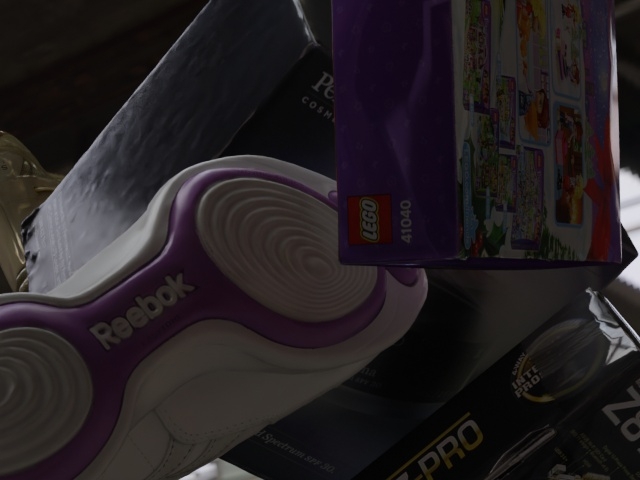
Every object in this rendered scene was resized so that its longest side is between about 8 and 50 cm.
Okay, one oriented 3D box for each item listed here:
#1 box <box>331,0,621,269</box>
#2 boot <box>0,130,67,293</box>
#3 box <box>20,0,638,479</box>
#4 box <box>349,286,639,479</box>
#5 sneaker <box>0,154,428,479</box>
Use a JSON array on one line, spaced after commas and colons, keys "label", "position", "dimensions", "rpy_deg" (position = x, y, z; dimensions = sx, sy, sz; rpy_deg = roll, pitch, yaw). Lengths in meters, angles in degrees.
[{"label": "box", "position": [0.071, -0.133, 0.763], "dimensions": [0.201, 0.057, 0.293], "rpy_deg": [4, -95, -62]}, {"label": "boot", "position": [-0.240, 0.025, 1.686], "dimensions": [0.203, 0.095, 0.262], "rpy_deg": [58, -175, 28]}, {"label": "box", "position": [0.000, 0.000, 1.208], "dimensions": [0.296, 0.294, 0.182], "rpy_deg": [30, -158, -29]}, {"label": "box", "position": [0.172, 0.264, 1.155], "dimensions": [0.395, 0.318, 0.097], "rpy_deg": [45, -170, -30]}, {"label": "sneaker", "position": [-0.085, 0.056, 0.788], "dimensions": [0.305, 0.152, 0.114], "rpy_deg": [-23, -107, -37]}]
